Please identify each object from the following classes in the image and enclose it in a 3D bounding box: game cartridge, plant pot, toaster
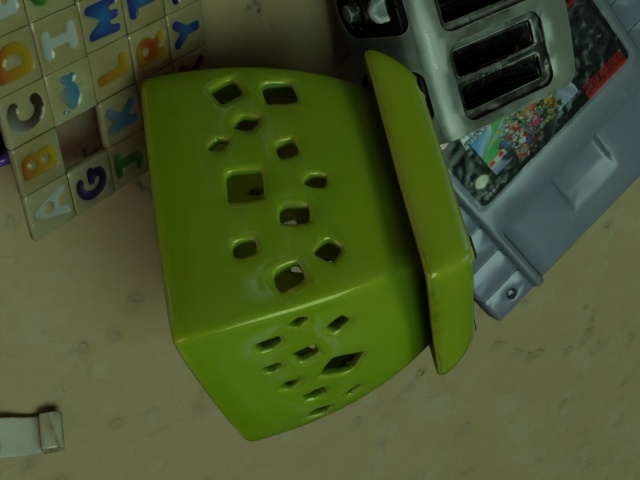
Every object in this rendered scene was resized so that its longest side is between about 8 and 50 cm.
[{"bbox_3d":[0.240,-0.110,0.944,0.355,0.068,0.230,-46,123,1],"label":"game cartridge"},{"bbox_3d":[0.000,0.000,0.697,0.207,0.227,0.228,-14,151,3],"label":"plant pot"},{"bbox_3d":[0.118,-0.185,0.772,0.185,0.110,0.168,-26,112,-19],"label":"toaster"}]

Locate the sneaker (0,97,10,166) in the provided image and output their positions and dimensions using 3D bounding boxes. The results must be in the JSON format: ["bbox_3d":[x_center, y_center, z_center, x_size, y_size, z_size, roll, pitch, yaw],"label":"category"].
[{"bbox_3d":[-0.238,-0.126,0.613,0.068,0.071,0.170,-27,133,-18],"label":"sneaker"}]

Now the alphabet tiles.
[{"bbox_3d":[-0.156,-0.142,0.653,0.198,0.009,0.237,-40,142,-38],"label":"alphabet tiles"}]

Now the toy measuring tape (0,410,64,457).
[{"bbox_3d":[-0.329,0.143,0.712,0.330,0.121,0.121,12,114,-46],"label":"toy measuring tape"}]
